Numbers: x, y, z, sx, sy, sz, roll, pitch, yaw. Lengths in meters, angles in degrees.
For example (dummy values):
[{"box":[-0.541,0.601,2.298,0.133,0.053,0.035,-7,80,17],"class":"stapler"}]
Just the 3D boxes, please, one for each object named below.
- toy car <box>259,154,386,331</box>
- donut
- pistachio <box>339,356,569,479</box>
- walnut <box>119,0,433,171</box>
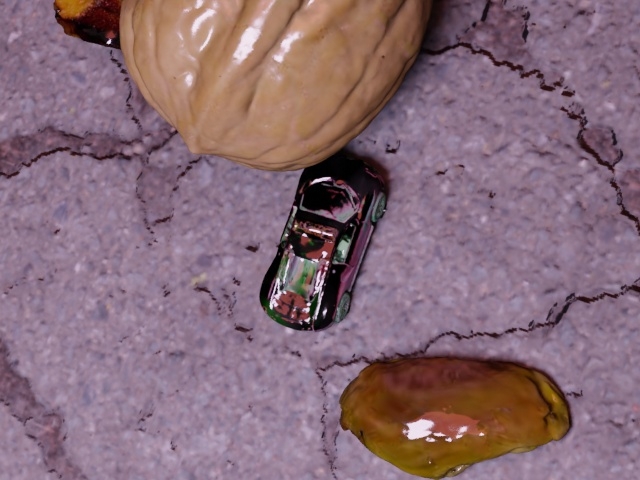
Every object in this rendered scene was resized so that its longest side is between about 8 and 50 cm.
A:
[{"box":[0.000,0.000,1.142,0.069,0.055,0.142,18,85,19],"class":"toy car"},{"box":[-0.153,-0.213,1.244,0.140,0.059,0.140,-5,76,19],"class":"donut"},{"box":[0.091,0.128,1.083,0.173,0.049,0.089,0,78,19],"class":"pistachio"},{"box":[-0.032,-0.178,1.118,0.225,0.225,0.261,30,87,23],"class":"walnut"}]
